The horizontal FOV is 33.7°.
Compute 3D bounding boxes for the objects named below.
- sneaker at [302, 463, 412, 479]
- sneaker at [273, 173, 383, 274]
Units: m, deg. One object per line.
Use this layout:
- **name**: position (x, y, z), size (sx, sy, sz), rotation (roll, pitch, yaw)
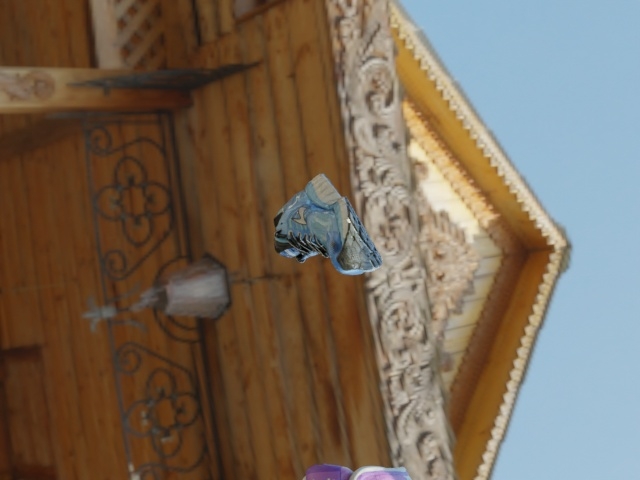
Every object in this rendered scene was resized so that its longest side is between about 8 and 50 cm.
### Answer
- **sneaker**: position (-0.009, 0.252, 0.751), size (0.102, 0.282, 0.161), rotation (-15, -85, 35)
- **sneaker**: position (0.000, 0.000, 0.884), size (0.063, 0.073, 0.162), rotation (58, -2, -20)
